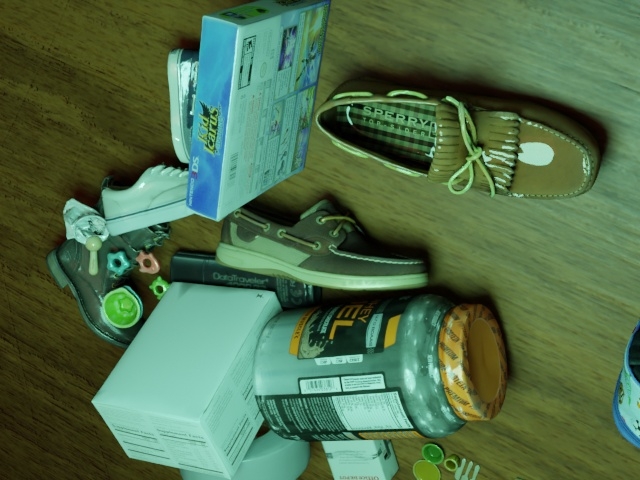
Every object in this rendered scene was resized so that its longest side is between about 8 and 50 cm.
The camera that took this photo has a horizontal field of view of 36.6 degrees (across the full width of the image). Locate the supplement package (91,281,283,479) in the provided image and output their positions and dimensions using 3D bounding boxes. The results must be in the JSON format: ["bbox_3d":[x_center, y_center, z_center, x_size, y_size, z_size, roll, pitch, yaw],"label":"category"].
[{"bbox_3d":[-0.189,0.211,1.525,0.204,0.262,0.145,4,134,28],"label":"supplement package"}]

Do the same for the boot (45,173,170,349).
[{"bbox_3d":[-0.337,0.044,1.671,0.229,0.091,0.263,-39,96,27],"label":"boot"}]

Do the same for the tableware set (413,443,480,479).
[{"bbox_3d":[0.191,0.401,1.564,0.104,0.024,0.154,25,121,18],"label":"tableware set"}]

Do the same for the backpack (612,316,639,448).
[{"bbox_3d":[0.498,0.187,1.180,0.263,0.276,0.213,27,134,20],"label":"backpack"}]

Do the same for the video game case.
[{"bbox_3d":[-0.085,-0.192,1.331,0.061,0.244,0.269,21,119,21],"label":"video game case"}]

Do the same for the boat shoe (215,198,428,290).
[{"bbox_3d":[0.000,0.000,1.438,0.342,0.123,0.123,10,95,28],"label":"boat shoe"}]

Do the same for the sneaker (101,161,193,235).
[{"bbox_3d":[-0.238,-0.080,1.535,0.258,0.094,0.091,-16,98,15],"label":"sneaker"}]

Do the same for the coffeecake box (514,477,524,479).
[{"bbox_3d":[0.351,0.475,1.480,0.142,0.068,0.185,12,116,24],"label":"coffeecake box"}]

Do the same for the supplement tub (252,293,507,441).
[{"bbox_3d":[0.086,0.189,1.421,0.338,0.207,0.207,-9,106,31],"label":"supplement tub"}]

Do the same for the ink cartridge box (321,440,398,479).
[{"bbox_3d":[0.059,0.331,1.587,0.099,0.056,0.135,-9,105,32],"label":"ink cartridge box"}]

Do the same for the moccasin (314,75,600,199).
[{"bbox_3d":[0.174,-0.134,1.271,0.380,0.147,0.139,22,120,19],"label":"moccasin"}]

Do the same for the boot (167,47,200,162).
[{"bbox_3d":[-0.183,-0.203,1.492,0.086,0.069,0.190,4,125,7],"label":"boot"}]

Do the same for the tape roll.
[{"bbox_3d":[-0.127,0.331,1.591,0.219,0.219,0.072,7,113,26],"label":"tape roll"}]

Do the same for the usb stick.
[{"bbox_3d":[-0.129,0.065,1.586,0.278,0.045,0.077,5,106,27],"label":"usb stick"}]

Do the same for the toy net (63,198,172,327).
[{"bbox_3d":[-0.350,0.027,1.609,0.122,0.045,0.232,-31,96,20],"label":"toy net"}]
